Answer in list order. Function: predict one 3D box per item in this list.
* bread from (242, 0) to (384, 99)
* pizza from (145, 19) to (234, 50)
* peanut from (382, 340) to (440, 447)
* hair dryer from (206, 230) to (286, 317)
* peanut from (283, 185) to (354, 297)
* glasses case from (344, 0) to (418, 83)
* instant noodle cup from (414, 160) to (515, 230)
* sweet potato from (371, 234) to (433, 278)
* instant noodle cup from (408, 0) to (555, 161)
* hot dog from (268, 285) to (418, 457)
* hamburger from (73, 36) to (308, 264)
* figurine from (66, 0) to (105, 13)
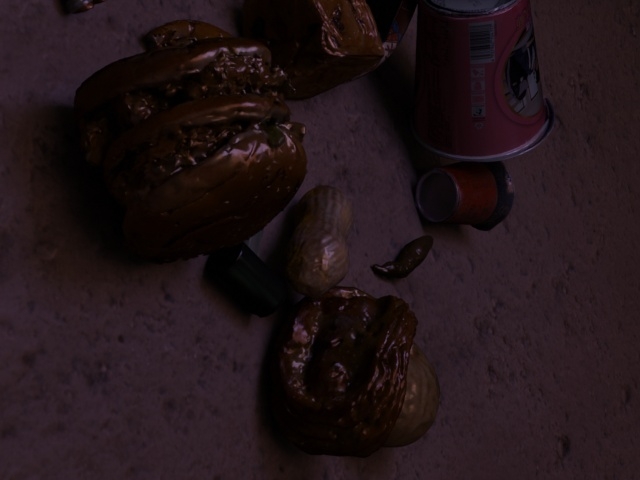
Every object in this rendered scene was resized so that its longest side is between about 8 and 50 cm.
[{"bbox_3d":[-0.014,-0.283,1.696,0.158,0.143,0.149,1,68,-55],"label":"bread"},{"bbox_3d":[-0.126,-0.192,1.568,0.201,0.053,0.193,-9,82,-56],"label":"pizza"},{"bbox_3d":[0.096,0.199,1.647,0.140,0.109,0.159,32,52,-47],"label":"peanut"},{"bbox_3d":[-0.082,-0.004,1.551,0.100,0.057,0.198,46,36,-35],"label":"hair dryer"},{"bbox_3d":[0.000,0.000,1.607,0.087,0.087,0.207,54,26,-25],"label":"peanut"},{"bbox_3d":[0.082,-0.350,1.878,0.082,0.122,0.321,52,38,-26],"label":"glasses case"},{"bbox_3d":[0.225,-0.075,1.969,0.135,0.127,0.127,-7,81,-47],"label":"instant noodle cup"},{"bbox_3d":[0.129,0.029,1.845,0.041,0.038,0.153,51,42,8],"label":"sweet potato"},{"bbox_3d":[0.244,-0.287,1.902,0.244,0.243,0.255,-68,156,-44],"label":"instant noodle cup"},{"bbox_3d":[0.032,0.142,1.545,0.259,0.175,0.114,-74,157,-44],"label":"hot dog"},{"bbox_3d":[-0.135,-0.104,1.372,0.260,0.245,0.211,96,-27,-77],"label":"hamburger"},{"bbox_3d":[-0.291,-0.358,1.377,0.147,0.093,0.197,-42,111,-42],"label":"figurine"}]
